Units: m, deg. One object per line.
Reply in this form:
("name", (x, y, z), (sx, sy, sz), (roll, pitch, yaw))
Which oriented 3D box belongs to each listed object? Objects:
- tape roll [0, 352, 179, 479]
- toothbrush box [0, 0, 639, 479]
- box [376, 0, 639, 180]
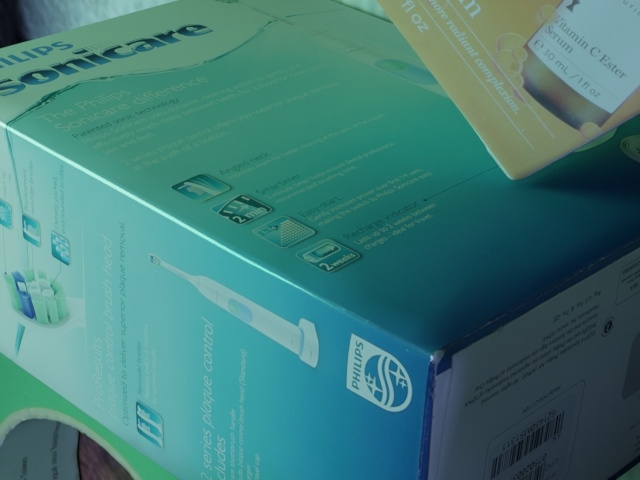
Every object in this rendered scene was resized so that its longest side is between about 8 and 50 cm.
("tape roll", (-0.120, 0.206, 0.960), (0.321, 0.077, 0.321), (22, 124, 38))
("toothbrush box", (0.000, 0.000, 0.626), (0.295, 0.216, 0.126), (28, 127, 35))
("box", (0.106, -0.123, 0.510), (0.170, 0.091, 0.130), (-32, 101, 42))
